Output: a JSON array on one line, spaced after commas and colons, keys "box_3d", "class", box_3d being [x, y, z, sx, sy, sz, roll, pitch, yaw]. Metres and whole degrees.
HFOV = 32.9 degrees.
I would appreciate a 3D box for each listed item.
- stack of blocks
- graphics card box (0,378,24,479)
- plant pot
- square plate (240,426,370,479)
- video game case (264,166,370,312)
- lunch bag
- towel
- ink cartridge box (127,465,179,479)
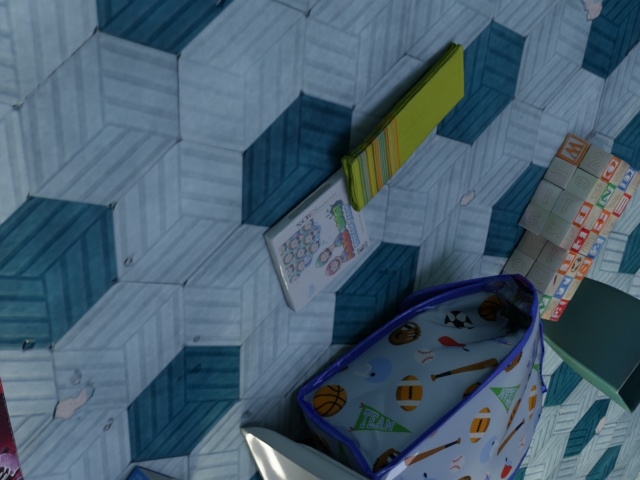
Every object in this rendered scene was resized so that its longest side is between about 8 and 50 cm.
[{"box_3d": [0.410, -0.016, 1.829, 0.171, 0.087, 0.297, 14, 107, -56], "class": "stack of blocks"}, {"box_3d": [-0.399, 0.273, 1.029, 0.233, 0.094, 0.371, -31, 141, -34], "class": "graphics card box"}, {"box_3d": [0.503, 0.168, 1.976, 0.165, 0.234, 0.166, -54, 148, -4], "class": "plant pot"}, {"box_3d": [0.068, 0.410, 1.507, 0.049, 0.347, 0.344, -48, 143, -27], "class": "square plate"}, {"box_3d": [0.000, 0.000, 1.373, 0.143, 0.019, 0.157, -42, 145, -20], "class": "video game case"}, {"box_3d": [0.184, 0.257, 1.645, 0.385, 0.239, 0.328, -36, 141, -16], "class": "lunch bag"}, {"box_3d": [0.108, -0.144, 1.371, 0.237, 0.021, 0.102, -48, 152, -24], "class": "towel"}, {"box_3d": [-0.229, 0.403, 1.369, 0.203, 0.086, 0.148, -53, 147, -4], "class": "ink cartridge box"}]
